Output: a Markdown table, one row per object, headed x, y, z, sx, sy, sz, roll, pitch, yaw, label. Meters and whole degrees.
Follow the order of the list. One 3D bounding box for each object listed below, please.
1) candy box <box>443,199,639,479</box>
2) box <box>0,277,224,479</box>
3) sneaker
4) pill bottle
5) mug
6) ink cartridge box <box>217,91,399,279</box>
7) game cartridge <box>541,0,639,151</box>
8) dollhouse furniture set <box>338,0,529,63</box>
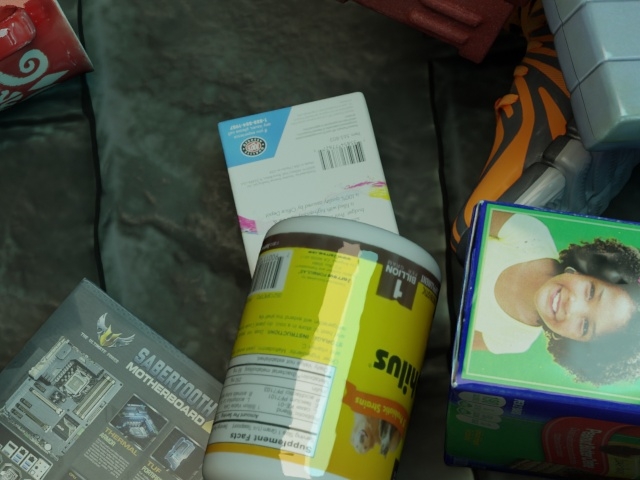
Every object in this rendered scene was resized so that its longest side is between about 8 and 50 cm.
| x | y | z | sx | sy | sz | roll | pitch | yaw | label |
| --- | --- | --- | --- | --- | --- | --- | --- | --- | --- |
| 0.238 | 0.084 | 1.135 | 0.317 | 0.268 | 0.122 | 7 | 75 | 5 | candy box |
| -0.124 | 0.164 | 1.234 | 0.233 | 0.059 | 0.183 | 36 | 76 | 14 | box |
| 0.152 | -0.121 | 1.301 | 0.180 | 0.124 | 0.321 | 35 | 65 | 17 | sneaker |
| -0.003 | 0.101 | 1.156 | 0.117 | 0.117 | 0.215 | 13 | 74 | 7 | pill bottle |
| -0.261 | -0.134 | 1.301 | 0.169 | 0.150 | 0.113 | -29 | 77 | -3 | mug |
| 0.000 | 0.000 | 1.283 | 0.104 | 0.061 | 0.181 | -13 | 71 | -1 | ink cartridge box |
| 0.287 | -0.170 | 1.108 | 0.355 | 0.068 | 0.230 | -5 | 65 | -22 | game cartridge |
| 0.213 | -0.193 | 1.212 | 0.374 | 0.152 | 0.201 | 25 | 61 | -8 | dollhouse furniture set |
